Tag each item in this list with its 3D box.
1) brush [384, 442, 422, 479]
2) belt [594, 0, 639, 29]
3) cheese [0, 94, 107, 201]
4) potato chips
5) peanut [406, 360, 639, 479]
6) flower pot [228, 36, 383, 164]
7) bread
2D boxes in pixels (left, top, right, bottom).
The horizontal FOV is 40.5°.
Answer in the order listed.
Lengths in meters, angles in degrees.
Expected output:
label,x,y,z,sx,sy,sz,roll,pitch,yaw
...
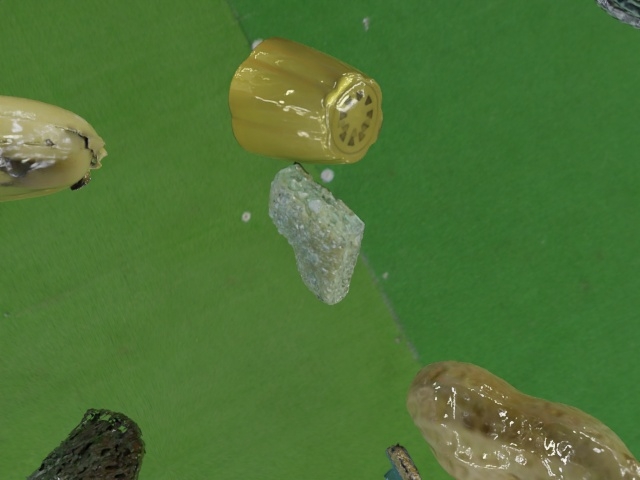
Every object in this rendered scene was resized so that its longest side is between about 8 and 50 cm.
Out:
label,x,y,z,sx,sy,sz,roll,pitch,yaw
brush,0.077,0.231,0.857,0.014,0.164,0.051,-25,73,-10
belt,0.301,-0.256,0.620,0.207,0.295,0.160,31,76,-5
cheese,-0.469,-0.126,1.252,0.316,0.259,0.128,1,81,-25
potato chips,-0.246,0.218,0.721,0.220,0.202,0.029,-32,113,-9
peanut,0.206,0.216,0.890,0.275,0.111,0.125,23,99,34
flower pot,-0.010,-0.200,1.311,0.179,0.195,0.195,21,67,40
bread,0.000,0.000,1.278,0.064,0.173,0.232,-34,112,-34
